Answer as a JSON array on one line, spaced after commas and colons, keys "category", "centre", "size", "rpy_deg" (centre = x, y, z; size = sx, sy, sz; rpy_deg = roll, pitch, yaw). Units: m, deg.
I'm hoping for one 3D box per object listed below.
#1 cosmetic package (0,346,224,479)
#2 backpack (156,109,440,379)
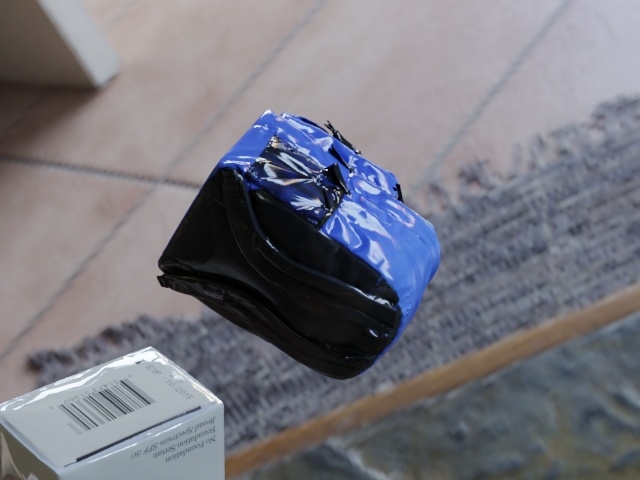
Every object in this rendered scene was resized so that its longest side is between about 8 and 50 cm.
[{"category": "cosmetic package", "centre": [-0.063, 0.097, 0.517], "size": [0.060, 0.115, 0.041], "rpy_deg": [-22, 37, -32]}, {"category": "backpack", "centre": [0.000, 0.000, 0.843], "size": [0.101, 0.120, 0.098], "rpy_deg": [-52, -3, -42]}]
